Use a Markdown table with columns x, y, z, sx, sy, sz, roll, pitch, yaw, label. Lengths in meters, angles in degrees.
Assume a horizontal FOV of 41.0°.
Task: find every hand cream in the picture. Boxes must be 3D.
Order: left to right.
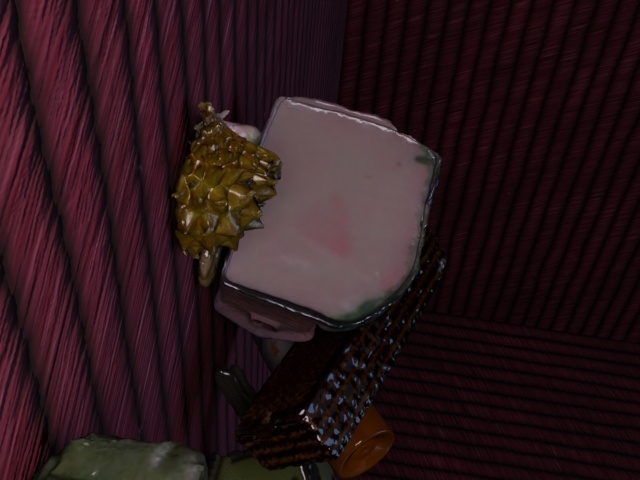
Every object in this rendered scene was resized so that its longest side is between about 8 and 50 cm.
| x | y | z | sx | sy | sz | roll | pitch | yaw | label |
| --- | --- | --- | --- | --- | --- | --- | --- | --- | --- |
| -0.023 | 0.153 | 1.104 | 0.314 | 0.089 | 0.140 | 51 | -29 | 39 | hand cream |

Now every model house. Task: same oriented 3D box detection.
| x | y | z | sx | sy | sz | roll | pitch | yaw | label |
| --- | --- | --- | --- | --- | --- | --- | --- | --- | --- |
| -0.089 | 0.308 | 1.042 | 0.218 | 0.204 | 0.279 | -79 | 147 | -61 | model house |
| 0.000 | 0.000 | 0.994 | 0.237 | 0.202 | 0.237 | 120 | -15 | -73 | model house |

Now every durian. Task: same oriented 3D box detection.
| x | y | z | sx | sy | sz | roll | pitch | yaw | label |
| --- | --- | --- | --- | --- | --- | --- | --- | --- | --- |
| -0.073 | -0.054 | 0.778 | 0.224 | 0.078 | 0.140 | -62 | 160 | -78 | durian |

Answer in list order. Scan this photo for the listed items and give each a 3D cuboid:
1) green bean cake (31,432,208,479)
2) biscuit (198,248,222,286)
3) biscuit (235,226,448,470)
| x | y | z | sx | sy | sz | roll | pitch | yaw | label |
| --- | --- | --- | --- | --- | --- | --- | --- | --- | --- |
| -0.123 | 0.221 | 0.449 | 0.185 | 0.094 | 0.184 | -77 | 175 | -54 | green bean cake |
| -0.104 | -0.013 | 0.881 | 0.147 | 0.018 | 0.071 | -76 | 179 | -46 | biscuit |
| 0.038 | 0.114 | 1.005 | 0.073 | 0.107 | 0.388 | 57 | 39 | -14 | biscuit |
